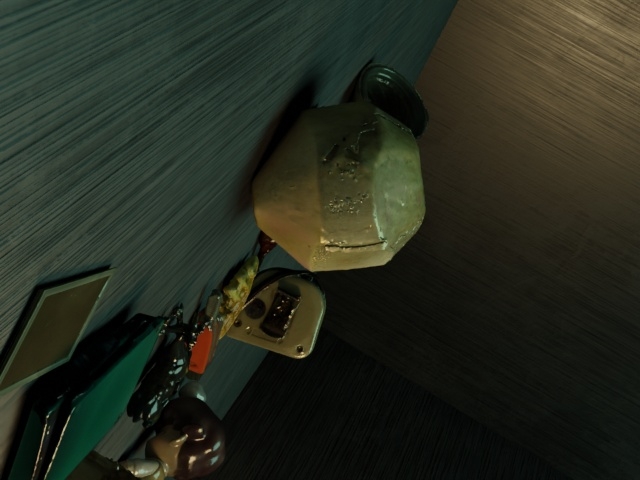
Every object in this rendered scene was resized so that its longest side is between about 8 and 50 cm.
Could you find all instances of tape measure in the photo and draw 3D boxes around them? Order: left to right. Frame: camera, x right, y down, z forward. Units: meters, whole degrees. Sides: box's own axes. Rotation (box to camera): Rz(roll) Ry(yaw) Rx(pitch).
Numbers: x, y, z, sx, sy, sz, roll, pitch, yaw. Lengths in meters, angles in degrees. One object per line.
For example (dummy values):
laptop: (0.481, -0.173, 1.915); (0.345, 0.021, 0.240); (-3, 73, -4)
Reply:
tape measure: (-0.125, 0.174, 1.985); (0.133, 0.271, 0.231); (13, 92, -84)

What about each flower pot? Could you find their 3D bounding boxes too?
flower pot: (0.153, -0.330, 1.948); (0.140, 0.235, 0.235); (-30, -161, 47)

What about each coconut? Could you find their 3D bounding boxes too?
coconut: (0.030, -0.103, 1.454); (0.352, 0.353, 0.352); (-59, 175, -8)

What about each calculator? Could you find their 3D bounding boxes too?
calculator: (-0.337, 0.236, 1.064); (0.248, 0.058, 0.274); (-61, 175, 30)

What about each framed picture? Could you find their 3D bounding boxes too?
framed picture: (-0.304, 0.100, 0.855); (0.142, 0.011, 0.183); (-60, 176, 9)

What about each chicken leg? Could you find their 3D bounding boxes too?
chicken leg: (-0.117, -0.019, 1.855); (0.253, 0.051, 0.106); (-58, -179, 16)

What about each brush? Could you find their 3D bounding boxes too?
brush: (-0.265, 0.217, 1.656); (0.051, 0.070, 0.323); (-56, 172, -47)

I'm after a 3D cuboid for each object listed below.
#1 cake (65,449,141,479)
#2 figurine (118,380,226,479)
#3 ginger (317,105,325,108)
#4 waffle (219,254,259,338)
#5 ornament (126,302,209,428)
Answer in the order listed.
cake: (-0.363, 0.538, 1.270); (0.282, 0.290, 0.255); (-56, 173, -24)
figurine: (-0.401, 0.538, 1.856); (0.365, 0.206, 0.218); (-26, 131, -35)
ginger: (-0.019, -0.189, 1.671); (0.288, 0.075, 0.089); (107, -9, -51)
waffle: (-0.225, 0.163, 1.806); (0.261, 0.056, 0.250); (-65, 173, 34)
ornament: (-0.289, 0.225, 1.401); (0.202, 0.080, 0.236); (-59, 179, -41)
